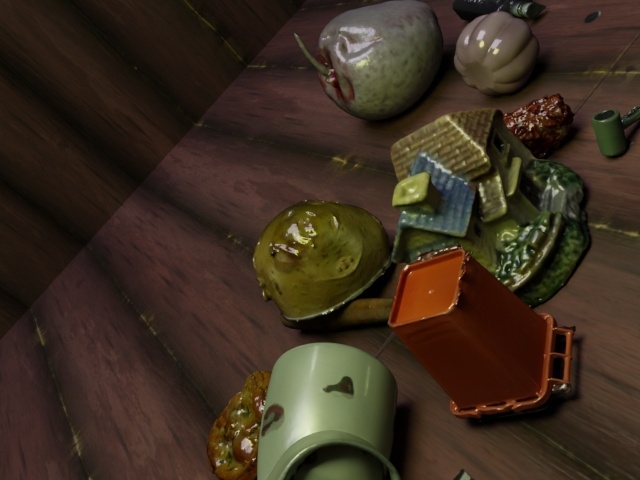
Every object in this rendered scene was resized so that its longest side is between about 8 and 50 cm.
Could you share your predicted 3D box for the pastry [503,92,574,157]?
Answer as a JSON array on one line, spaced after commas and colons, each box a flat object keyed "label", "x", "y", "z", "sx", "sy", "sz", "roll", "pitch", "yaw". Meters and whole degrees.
[{"label": "pastry", "x": 0.381, "y": -0.200, "z": 1.440, "sx": 0.209, "sy": 0.097, "sz": 0.115, "roll": -25, "pitch": 40, "yaw": 36}]

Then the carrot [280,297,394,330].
[{"label": "carrot", "x": 0.054, "y": 0.141, "z": 1.473, "sx": 0.343, "sy": 0.070, "sz": 0.070, "roll": -8, "pitch": 45, "yaw": 43}]

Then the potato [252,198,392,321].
[{"label": "potato", "x": 0.000, "y": 0.000, "z": 1.520, "sx": 0.247, "sy": 0.196, "sz": 0.299, "roll": -11, "pitch": 23, "yaw": 29}]

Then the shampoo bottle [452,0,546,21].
[{"label": "shampoo bottle", "x": 0.445, "y": -0.590, "z": 1.905, "sx": 0.098, "sy": 0.071, "sz": 0.309, "roll": -44, "pitch": 27, "yaw": 1}]

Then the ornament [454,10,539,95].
[{"label": "ornament", "x": 0.382, "y": -0.407, "z": 1.640, "sx": 0.178, "sy": 0.177, "sz": 0.177, "roll": -34, "pitch": 30, "yaw": 22}]

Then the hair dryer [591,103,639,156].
[{"label": "hair dryer", "x": 0.530, "y": -0.210, "z": 1.303, "sx": 0.150, "sy": 0.071, "sz": 0.047, "roll": -35, "pitch": 28, "yaw": -17}]

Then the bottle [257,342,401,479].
[{"label": "bottle", "x": 0.003, "y": 0.338, "z": 1.111, "sx": 0.229, "sy": 0.229, "sz": 0.351, "roll": -27, "pitch": 33, "yaw": 32}]

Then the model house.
[{"label": "model house", "x": 0.257, "y": -0.064, "z": 1.255, "sx": 0.261, "sy": 0.266, "sz": 0.321, "roll": -24, "pitch": 34, "yaw": 42}]

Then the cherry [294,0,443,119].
[{"label": "cherry", "x": 0.148, "y": -0.456, "z": 1.906, "sx": 0.335, "sy": 0.291, "sz": 0.326, "roll": -22, "pitch": 15, "yaw": 13}]

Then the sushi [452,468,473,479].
[{"label": "sushi", "x": 0.121, "y": 0.472, "z": 0.924, "sx": 0.339, "sy": 0.069, "sz": 0.320, "roll": -46, "pitch": 28, "yaw": -1}]

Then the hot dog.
[{"label": "hot dog", "x": -0.115, "y": 0.341, "z": 1.373, "sx": 0.196, "sy": 0.122, "sz": 0.272, "roll": -54, "pitch": 28, "yaw": 9}]

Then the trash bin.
[{"label": "trash bin", "x": 0.224, "y": 0.128, "z": 1.062, "sx": 0.185, "sy": 0.238, "sz": 0.161, "roll": -19, "pitch": 37, "yaw": 38}]
